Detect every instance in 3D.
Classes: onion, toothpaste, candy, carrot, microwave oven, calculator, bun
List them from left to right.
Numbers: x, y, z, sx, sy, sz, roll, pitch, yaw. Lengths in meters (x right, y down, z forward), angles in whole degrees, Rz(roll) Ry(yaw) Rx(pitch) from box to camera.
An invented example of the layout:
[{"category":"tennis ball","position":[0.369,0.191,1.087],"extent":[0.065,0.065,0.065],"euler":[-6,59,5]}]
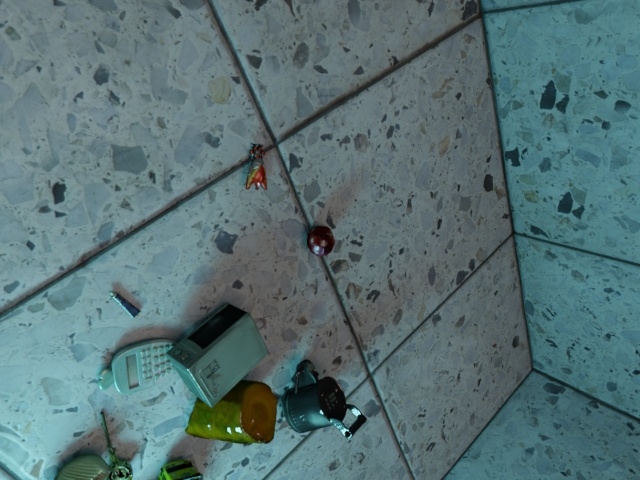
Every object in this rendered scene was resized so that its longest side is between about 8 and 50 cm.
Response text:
[{"category":"bun","position":[-0.795,0.840,1.547],"extent":[0.213,0.203,0.127],"euler":[-56,170,-31]},{"category":"candy","position":[-0.736,0.743,1.638],"extent":[0.091,0.083,0.306],"euler":[-14,105,-32]},{"category":"toothpaste","position":[-0.660,0.215,1.550],"extent":[0.037,0.021,0.140],"euler":[-47,129,-18]},{"category":"calculator","position":[-0.635,0.445,1.632],"extent":[0.295,0.042,0.184],"euler":[-11,111,-38]},{"category":"microwave oven","position":[-0.381,0.415,1.710],"extent":[0.295,0.181,0.238],"euler":[-41,127,-32]},{"category":"carrot","position":[-0.343,0.672,1.820],"extent":[0.241,0.340,0.242],"euler":[19,68,-60]},{"category":"onion","position":[0.000,0.000,1.936],"extent":[0.131,0.131,0.131],"euler":[-13,112,-35]}]

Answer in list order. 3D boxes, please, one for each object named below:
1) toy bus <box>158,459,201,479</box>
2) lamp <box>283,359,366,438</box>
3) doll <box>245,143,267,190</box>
[{"category":"toy bus","position":[-0.570,0.994,1.787],"extent":[0.128,0.150,0.262],"euler":[8,104,-43]},{"category":"lamp","position":[-0.025,0.742,2.044],"extent":[0.272,0.374,0.205],"euler":[-48,163,26]},{"category":"doll","position":[-0.236,-0.270,1.705],"extent":[0.109,0.057,0.169],"euler":[-8,97,-54]}]
